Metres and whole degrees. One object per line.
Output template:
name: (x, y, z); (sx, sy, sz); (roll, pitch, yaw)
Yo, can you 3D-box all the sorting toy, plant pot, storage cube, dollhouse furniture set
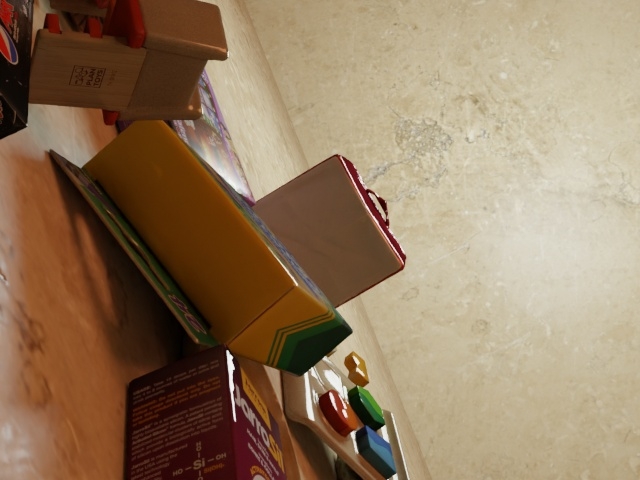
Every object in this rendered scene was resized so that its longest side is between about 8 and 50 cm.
sorting toy: (0.035, 0.213, 1.252); (0.229, 0.041, 0.307); (43, 16, -22)
plant pot: (-0.076, 0.168, 0.838); (0.236, 0.032, 0.236); (-24, 90, -84)
storage cube: (0.000, 0.000, 1.263); (0.183, 0.215, 0.193); (60, 7, 1)
dollhouse furniture set: (-0.165, -0.224, 0.697); (0.262, 0.135, 0.259); (-54, -138, 48)

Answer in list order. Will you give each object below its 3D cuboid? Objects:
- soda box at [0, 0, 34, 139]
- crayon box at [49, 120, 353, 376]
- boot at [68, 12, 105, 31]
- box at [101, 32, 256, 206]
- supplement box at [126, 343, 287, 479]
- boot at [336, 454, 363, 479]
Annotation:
soda box: (-0.219, -0.129, 0.555); (0.169, 0.053, 0.060); (-108, 172, -45)
crayon box: (-0.087, 0.012, 0.803); (0.203, 0.083, 0.323); (50, 1, 17)
boot: (-0.244, -0.286, 0.897); (0.059, 0.085, 0.157); (-6, 98, -42)
box: (-0.178, -0.178, 0.996); (0.293, 0.057, 0.201); (68, 11, 16)
supplement box: (-0.072, 0.176, 0.596); (0.188, 0.081, 0.104); (-105, 170, -53)
boot: (0.108, 0.394, 1.364); (0.236, 0.089, 0.269); (-101, 165, -65)
